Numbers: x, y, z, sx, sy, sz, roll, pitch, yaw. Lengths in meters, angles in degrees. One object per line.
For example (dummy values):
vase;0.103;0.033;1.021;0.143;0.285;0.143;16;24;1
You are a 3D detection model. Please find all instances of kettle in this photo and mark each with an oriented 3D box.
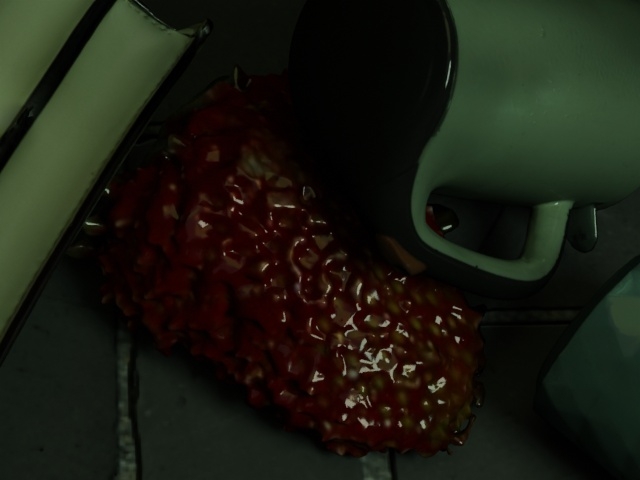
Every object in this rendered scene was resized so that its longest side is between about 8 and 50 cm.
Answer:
kettle;0.110;-0.079;1.306;0.255;0.165;0.240;4;78;-49

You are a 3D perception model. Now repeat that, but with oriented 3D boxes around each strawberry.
strawberry;0.000;0.000;1.321;0.306;0.138;0.233;32;58;16

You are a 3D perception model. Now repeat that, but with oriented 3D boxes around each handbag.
handbag;-0.248;-0.026;1.254;0.160;0.237;0.358;37;57;-13

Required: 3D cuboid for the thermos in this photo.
thermos;0.291;0.138;1.264;0.286;0.145;0.182;40;29;17
